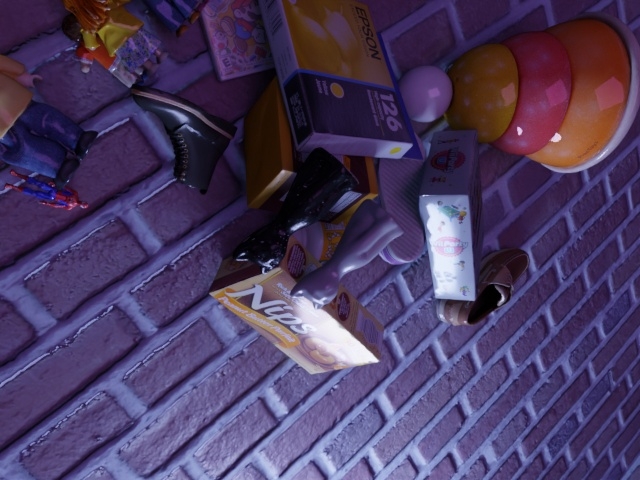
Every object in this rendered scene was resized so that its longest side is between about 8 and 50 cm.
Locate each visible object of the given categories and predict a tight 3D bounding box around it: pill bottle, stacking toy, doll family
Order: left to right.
[{"bbox_3d":[-0.273,-0.357,0.702,0.163,0.118,0.263,39,86,-29],"label":"doll family"},{"bbox_3d":[0.008,-0.007,0.966,0.208,0.117,0.118,-2,103,-31],"label":"pill bottle"},{"bbox_3d":[0.392,-0.326,1.050,0.478,0.350,0.351,-2,103,-15],"label":"stacking toy"}]

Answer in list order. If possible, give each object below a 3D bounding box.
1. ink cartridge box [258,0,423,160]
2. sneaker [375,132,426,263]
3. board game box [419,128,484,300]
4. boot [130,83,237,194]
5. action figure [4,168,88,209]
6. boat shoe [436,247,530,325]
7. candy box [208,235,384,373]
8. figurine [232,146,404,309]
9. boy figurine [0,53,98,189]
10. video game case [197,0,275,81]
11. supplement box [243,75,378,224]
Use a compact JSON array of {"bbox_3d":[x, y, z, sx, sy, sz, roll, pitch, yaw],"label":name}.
[{"bbox_3d":[0.059,-0.297,0.853,0.307,0.072,0.304,-5,73,-36],"label":"ink cartridge box"},{"bbox_3d":[0.153,-0.089,1.035,0.102,0.161,0.283,4,84,-7],"label":"sneaker"},{"bbox_3d":[0.296,-0.051,1.043,0.224,0.097,0.304,-67,149,-41],"label":"board game box"},{"bbox_3d":[-0.234,-0.160,0.790,0.197,0.076,0.137,18,97,-49],"label":"boot"},{"bbox_3d":[-0.423,-0.074,0.746,0.115,0.030,0.038,21,85,-35],"label":"action figure"},{"bbox_3d":[0.455,0.131,1.267,0.324,0.116,0.123,-34,117,-20],"label":"boat shoe"},{"bbox_3d":[-0.036,0.138,0.931,0.316,0.182,0.088,47,39,-30],"label":"candy box"},{"bbox_3d":[0.000,0.000,0.754,0.209,0.092,0.215,-47,126,4],"label":"figurine"},{"bbox_3d":[-0.466,-0.178,0.650,0.285,0.092,0.178,31,66,-31],"label":"boy figurine"},{"bbox_3d":[-0.108,-0.414,0.854,0.226,0.026,0.207,-24,113,-24],"label":"video game case"},{"bbox_3d":[-0.020,-0.153,0.859,0.194,0.129,0.192,11,60,-32],"label":"supplement box"}]
